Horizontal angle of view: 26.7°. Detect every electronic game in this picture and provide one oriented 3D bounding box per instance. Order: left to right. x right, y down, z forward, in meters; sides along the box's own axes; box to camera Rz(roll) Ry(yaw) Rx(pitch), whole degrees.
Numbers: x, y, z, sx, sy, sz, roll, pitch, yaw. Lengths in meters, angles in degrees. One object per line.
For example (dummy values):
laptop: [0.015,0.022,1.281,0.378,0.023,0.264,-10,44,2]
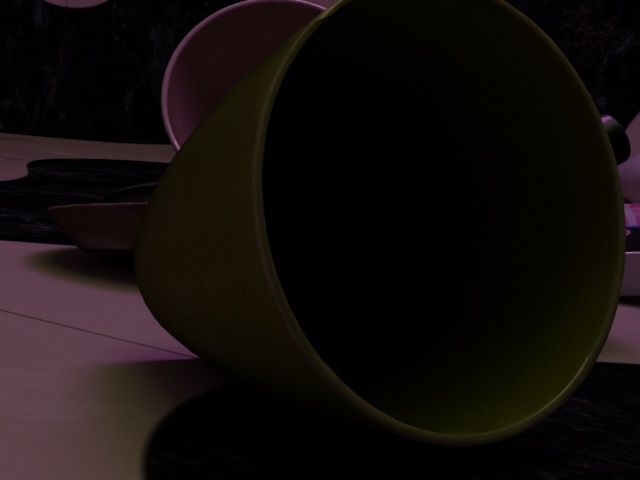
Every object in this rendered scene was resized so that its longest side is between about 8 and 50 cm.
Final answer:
electronic game: [-0.151,-0.046,1.652,0.229,0.048,0.229,-3,-7,0]

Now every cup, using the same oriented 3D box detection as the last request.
cup: [-0.067,-0.168,2.055,0.331,0.331,0.237,7,-20,1]

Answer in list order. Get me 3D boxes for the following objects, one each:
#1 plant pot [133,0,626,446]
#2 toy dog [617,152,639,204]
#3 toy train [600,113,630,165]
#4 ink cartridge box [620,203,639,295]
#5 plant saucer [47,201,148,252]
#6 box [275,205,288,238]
plant pot: [0.000,0.000,0.899,0.275,0.274,0.293,2,-9,-33]
toy dog: [0.441,-0.044,1.957,0.161,0.220,0.333,37,11,-8]
toy train: [0.129,-0.036,1.289,0.334,0.142,0.190,-28,19,-13]
ink cartridge box: [0.496,0.008,1.568,0.371,0.069,0.176,1,20,16]
plant saucer: [-0.130,-0.012,1.421,0.311,0.050,0.310,-1,-1,0]
box: [0.042,0.029,1.127,0.207,0.114,0.036,2,8,-30]
